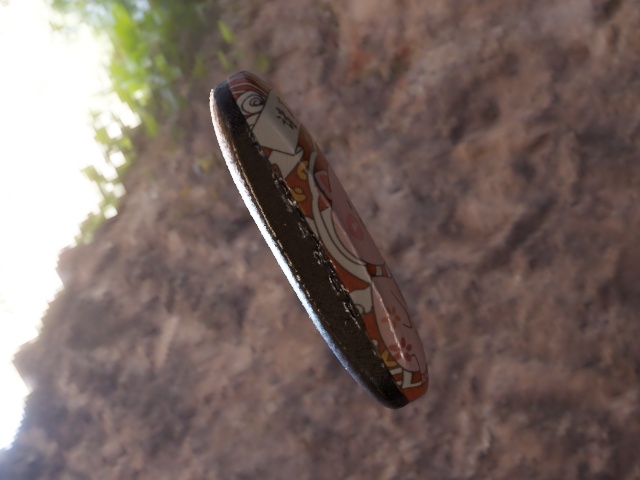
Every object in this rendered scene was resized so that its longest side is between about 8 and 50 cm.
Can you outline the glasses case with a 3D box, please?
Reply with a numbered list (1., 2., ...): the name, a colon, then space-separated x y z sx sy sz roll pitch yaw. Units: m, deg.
1. glasses case: 0.000 0.000 1.072 0.067 0.267 0.103 -29 -174 2
